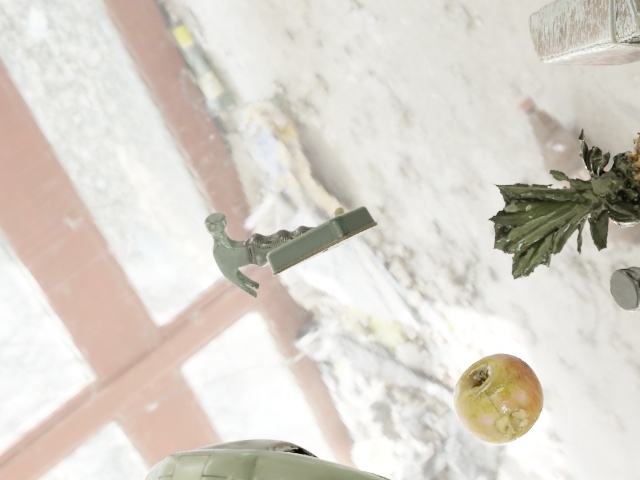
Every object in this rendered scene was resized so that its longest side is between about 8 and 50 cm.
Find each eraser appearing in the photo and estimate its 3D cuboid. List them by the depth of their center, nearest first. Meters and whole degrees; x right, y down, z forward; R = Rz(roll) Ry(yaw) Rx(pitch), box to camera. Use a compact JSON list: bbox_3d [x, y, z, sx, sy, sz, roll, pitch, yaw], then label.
[{"bbox_3d":[0.251,-0.182,0.943,0.352,0.089,0.061,-121,32,-84],"label":"eraser"}]

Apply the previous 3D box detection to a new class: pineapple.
[{"bbox_3d":[0.322,-0.052,1.220,0.277,0.119,0.130,-23,120,27],"label":"pineapple"}]

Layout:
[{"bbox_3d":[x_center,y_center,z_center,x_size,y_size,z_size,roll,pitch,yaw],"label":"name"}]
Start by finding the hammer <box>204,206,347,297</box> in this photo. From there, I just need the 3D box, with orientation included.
[{"bbox_3d":[-0.062,0.007,1.819,0.041,0.226,0.159,-87,-19,-56],"label":"hammer"}]

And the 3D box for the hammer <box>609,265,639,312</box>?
[{"bbox_3d":[0.447,0.129,0.991,0.427,0.152,0.044,49,146,45],"label":"hammer"}]

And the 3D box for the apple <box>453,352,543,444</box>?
[{"bbox_3d":[0.283,0.251,1.762,0.146,0.146,0.146,44,159,22],"label":"apple"}]

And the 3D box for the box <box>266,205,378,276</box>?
[{"bbox_3d":[0.000,0.000,1.336,0.126,0.091,0.031,-27,88,35],"label":"box"}]

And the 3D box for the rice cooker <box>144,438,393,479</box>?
[{"bbox_3d":[-0.053,0.361,1.093,0.335,0.325,0.335,9,153,5],"label":"rice cooker"}]
